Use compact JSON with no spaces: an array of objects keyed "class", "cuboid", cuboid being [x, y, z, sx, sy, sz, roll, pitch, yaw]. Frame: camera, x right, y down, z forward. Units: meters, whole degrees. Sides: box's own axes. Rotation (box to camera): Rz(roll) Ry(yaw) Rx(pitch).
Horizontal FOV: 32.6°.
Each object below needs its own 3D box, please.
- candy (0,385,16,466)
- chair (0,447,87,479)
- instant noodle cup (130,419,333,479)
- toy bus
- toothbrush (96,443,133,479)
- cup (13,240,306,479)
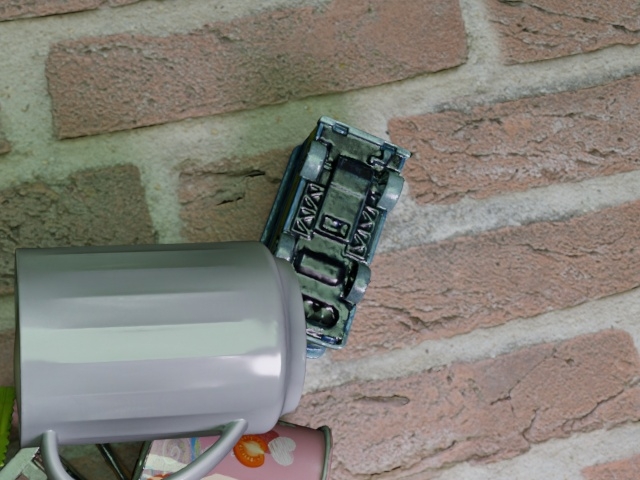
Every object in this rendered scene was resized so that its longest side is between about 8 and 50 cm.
[{"class":"candy","cuboid":[-0.518,0.241,1.410,0.246,0.069,0.149,-2,46,-1]},{"class":"chair","cuboid":[-0.337,0.309,1.440,0.147,0.136,0.270,41,79,-2]},{"class":"instant noodle cup","cuboid":[-0.130,0.325,1.451,0.231,0.243,0.243,21,75,-8]},{"class":"toy bus","cuboid":[0.000,0.000,1.574,0.152,0.190,0.312,22,74,-10]},{"class":"toothbrush","cuboid":[-0.286,0.308,1.527,0.031,0.023,0.321,-41,92,-25]},{"class":"cup","cuboid":[-0.191,0.155,1.290,0.326,0.237,0.323,0,58,-17]}]
